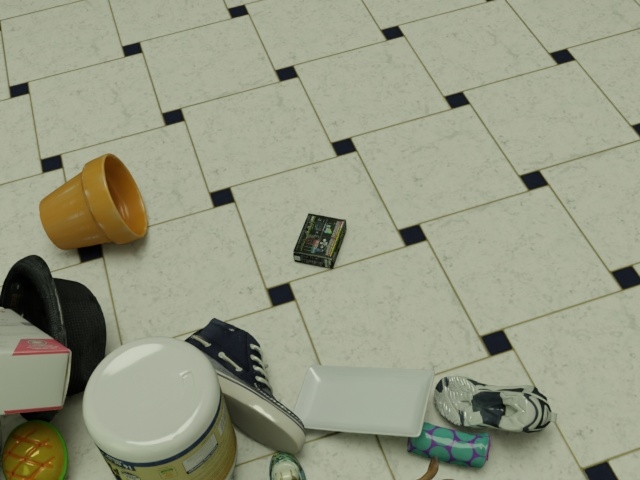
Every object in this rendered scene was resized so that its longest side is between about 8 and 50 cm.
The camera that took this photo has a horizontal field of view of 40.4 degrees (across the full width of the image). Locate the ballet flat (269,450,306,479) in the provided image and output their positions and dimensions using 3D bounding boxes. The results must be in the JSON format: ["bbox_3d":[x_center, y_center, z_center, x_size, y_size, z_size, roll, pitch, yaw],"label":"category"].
[{"bbox_3d":[-0.054,0.456,1.574,0.070,0.070,0.188,-14,50,-6],"label":"ballet flat"}]

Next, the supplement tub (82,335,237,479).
[{"bbox_3d":[-0.268,0.340,1.524,0.228,0.316,0.228,-3,50,3],"label":"supplement tub"}]

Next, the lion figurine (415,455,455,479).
[{"bbox_3d":[0.128,0.557,1.387,0.240,0.142,0.392,-8,66,-8],"label":"lion figurine"}]

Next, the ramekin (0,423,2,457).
[{"bbox_3d":[-0.674,0.398,1.552,0.135,0.277,0.277,4,50,-2],"label":"ramekin"}]

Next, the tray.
[{"bbox_3d":[0.081,0.309,1.663,0.270,0.030,0.145,-2,49,27],"label":"tray"}]

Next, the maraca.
[{"bbox_3d":[-0.530,0.429,1.623,0.127,0.099,0.186,-16,75,5],"label":"maraca"}]

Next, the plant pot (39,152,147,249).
[{"bbox_3d":[-0.526,-0.070,1.982,0.187,0.205,0.205,-20,50,8],"label":"plant pot"}]

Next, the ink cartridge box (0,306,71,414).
[{"bbox_3d":[-0.610,0.212,1.571,0.207,0.117,0.283,3,10,-42],"label":"ink cartridge box"}]

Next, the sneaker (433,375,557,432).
[{"bbox_3d":[0.341,0.315,1.649,0.235,0.153,0.094,-7,71,48],"label":"sneaker"}]

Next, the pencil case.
[{"bbox_3d":[0.237,0.375,1.613,0.151,0.064,0.070,10,48,14],"label":"pencil case"}]

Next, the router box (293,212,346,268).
[{"bbox_3d":[0.000,0.000,1.963,0.092,0.038,0.122,10,53,14],"label":"router box"}]

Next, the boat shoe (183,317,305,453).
[{"bbox_3d":[-0.138,0.269,1.696,0.340,0.127,0.158,27,53,24],"label":"boat shoe"}]

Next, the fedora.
[{"bbox_3d":[-0.525,0.193,1.745,0.152,0.334,0.334,-1,40,-42],"label":"fedora"}]
